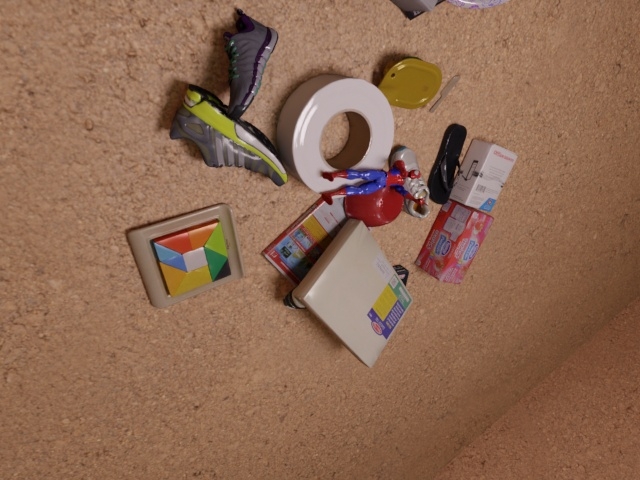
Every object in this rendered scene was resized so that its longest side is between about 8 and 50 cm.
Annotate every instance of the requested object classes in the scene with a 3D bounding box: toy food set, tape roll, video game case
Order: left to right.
[{"bbox_3d":[0.000,0.000,1.160,0.285,0.025,0.204,-43,130,-5],"label":"video game case"},{"bbox_3d":[0.039,-0.252,1.000,0.286,0.100,0.286,-15,122,-26],"label":"tape roll"},{"bbox_3d":[0.239,-0.415,1.063,0.218,0.071,0.128,2,138,-31],"label":"toy food set"}]

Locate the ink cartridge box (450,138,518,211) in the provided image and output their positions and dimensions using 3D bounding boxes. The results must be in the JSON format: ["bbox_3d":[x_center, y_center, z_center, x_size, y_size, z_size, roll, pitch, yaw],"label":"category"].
[{"bbox_3d":[0.529,-0.210,1.334,0.148,0.086,0.203,9,109,-35],"label":"ink cartridge box"}]

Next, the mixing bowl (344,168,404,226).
[{"bbox_3d":[0.167,-0.112,1.136,0.181,0.098,0.181,-15,115,-35],"label":"mixing bowl"}]

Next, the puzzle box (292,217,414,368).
[{"bbox_3d":[0.118,0.168,1.200,0.272,0.052,0.409,-52,129,-19],"label":"puzzle box"}]

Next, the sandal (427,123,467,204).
[{"bbox_3d":[0.396,-0.227,1.262,0.097,0.054,0.254,-8,119,-28],"label":"sandal"}]

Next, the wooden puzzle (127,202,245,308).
[{"bbox_3d":[-0.307,0.042,0.980,0.238,0.044,0.221,-19,124,-22],"label":"wooden puzzle"}]

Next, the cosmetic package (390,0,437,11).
[{"bbox_3d":[0.128,-0.533,0.733,0.238,0.107,0.127,16,106,-40],"label":"cosmetic package"}]

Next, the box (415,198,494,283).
[{"bbox_3d":[0.447,0.005,1.374,0.122,0.128,0.257,11,108,-35],"label":"box"}]

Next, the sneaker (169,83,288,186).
[{"bbox_3d":[-0.192,-0.203,0.896,0.121,0.111,0.300,-42,130,16],"label":"sneaker"}]

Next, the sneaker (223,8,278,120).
[{"bbox_3d":[-0.163,-0.346,0.808,0.098,0.083,0.224,26,67,-28],"label":"sneaker"}]

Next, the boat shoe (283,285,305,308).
[{"bbox_3d":[-0.002,0.151,1.193,0.233,0.084,0.079,-8,160,-39],"label":"boat shoe"}]

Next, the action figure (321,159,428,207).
[{"bbox_3d":[0.156,-0.133,0.990,0.280,0.139,0.091,-15,124,-29],"label":"action figure"}]

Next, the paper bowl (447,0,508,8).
[{"bbox_3d":[0.370,-0.678,0.889,0.284,0.284,0.148,28,55,-39],"label":"paper bowl"}]

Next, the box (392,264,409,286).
[{"bbox_3d":[0.180,0.181,1.353,0.220,0.051,0.175,-7,118,-29],"label":"box"}]

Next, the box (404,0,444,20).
[{"bbox_3d":[0.240,-0.582,0.916,0.116,0.162,0.029,31,60,-39],"label":"box"}]

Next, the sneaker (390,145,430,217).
[{"bbox_3d":[0.270,-0.169,1.193,0.087,0.092,0.229,-32,126,-12],"label":"sneaker"}]
